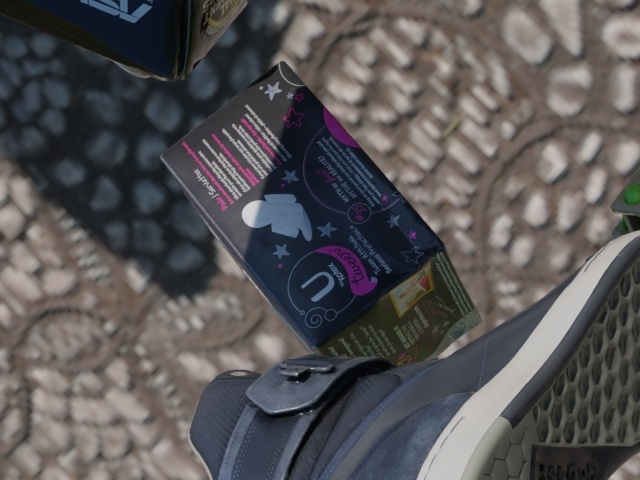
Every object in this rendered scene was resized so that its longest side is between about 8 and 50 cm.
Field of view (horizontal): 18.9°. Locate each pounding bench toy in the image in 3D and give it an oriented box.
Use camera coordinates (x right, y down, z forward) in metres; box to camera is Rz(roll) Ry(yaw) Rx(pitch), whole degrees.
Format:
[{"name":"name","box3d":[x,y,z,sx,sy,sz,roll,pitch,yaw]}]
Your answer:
[{"name":"pounding bench toy","box3d":[0.232,-0.021,1.354,0.083,0.052,0.065,8,139,45]}]

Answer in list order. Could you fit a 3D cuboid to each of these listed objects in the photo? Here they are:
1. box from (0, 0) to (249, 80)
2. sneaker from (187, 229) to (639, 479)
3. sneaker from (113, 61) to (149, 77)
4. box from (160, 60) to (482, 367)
[{"name":"box","box3d":[-0.171,-0.271,1.025,0.395,0.318,0.097,22,140,13]},{"name":"sneaker","box3d":[0.050,0.061,0.761,0.163,0.226,0.086,-5,110,41]},{"name":"sneaker","box3d":[-0.171,-0.221,1.555,0.121,0.217,0.079,-38,53,22]},{"name":"box","box3d":[0.000,0.000,1.657,0.247,0.142,0.163,51,176,31]}]
